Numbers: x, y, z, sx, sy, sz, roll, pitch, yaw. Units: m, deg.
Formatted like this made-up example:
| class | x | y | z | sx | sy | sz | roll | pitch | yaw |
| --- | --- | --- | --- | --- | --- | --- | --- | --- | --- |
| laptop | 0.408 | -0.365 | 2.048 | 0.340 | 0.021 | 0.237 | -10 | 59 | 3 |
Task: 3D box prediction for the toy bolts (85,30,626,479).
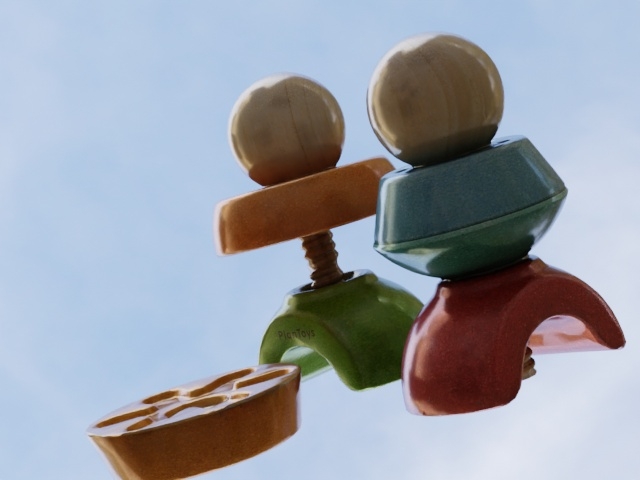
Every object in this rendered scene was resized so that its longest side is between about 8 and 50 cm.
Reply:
| class | x | y | z | sx | sy | sz | roll | pitch | yaw |
| --- | --- | --- | --- | --- | --- | --- | --- | --- | --- |
| toy bolts | 0.000 | 0.000 | 0.783 | 0.228 | 0.218 | 0.158 | -11 | -83 | 46 |
